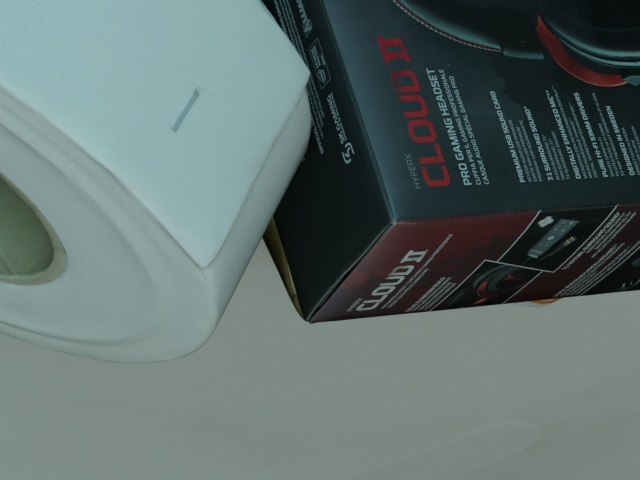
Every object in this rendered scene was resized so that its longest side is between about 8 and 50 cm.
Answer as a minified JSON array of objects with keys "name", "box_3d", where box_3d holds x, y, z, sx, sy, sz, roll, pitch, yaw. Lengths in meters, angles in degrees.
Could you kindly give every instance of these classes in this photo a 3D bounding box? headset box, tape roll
[{"name":"headset box","box_3d":[0.084,-0.084,0.849,0.293,0.218,0.110,-4,153,-27]},{"name":"tape roll","box_3d":[-0.149,-0.062,0.695,0.286,0.100,0.286,22,155,11]}]

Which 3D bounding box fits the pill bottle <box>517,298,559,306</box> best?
[{"name":"pill bottle","box_3d":[0.199,-0.050,1.141,0.121,0.121,0.216,6,149,-43]}]

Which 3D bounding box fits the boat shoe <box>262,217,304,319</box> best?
[{"name":"boat shoe","box_3d":[0.000,0.001,1.195,0.073,0.080,0.223,-22,163,0]}]
